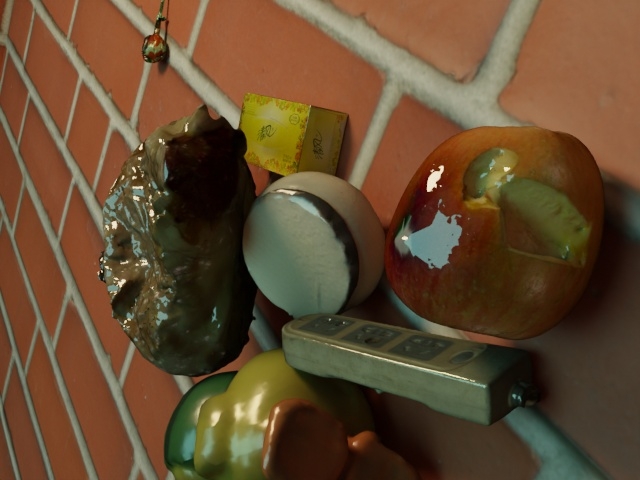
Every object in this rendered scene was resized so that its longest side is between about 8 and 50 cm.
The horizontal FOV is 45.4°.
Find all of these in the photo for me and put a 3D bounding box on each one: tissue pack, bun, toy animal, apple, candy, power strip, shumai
[{"bbox_3d":[-0.046,-0.138,1.015,0.176,0.062,0.095,25,106,52],"label":"tissue pack"},{"bbox_3d":[0.000,0.000,0.881,0.173,0.120,0.173,15,119,30],"label":"bun"},{"bbox_3d":[-0.048,0.224,0.873,0.338,0.216,0.191,-19,43,56],"label":"toy animal"},{"bbox_3d":[0.147,-0.012,0.638,0.199,0.199,0.199,-10,78,54],"label":"apple"},{"bbox_3d":[-0.302,-0.422,1.441,0.055,0.049,0.184,3,80,48],"label":"candy"},{"bbox_3d":[0.071,0.116,0.747,0.286,0.080,0.048,6,107,41],"label":"power strip"},{"bbox_3d":[-0.134,-0.025,0.944,0.283,0.217,0.346,-41,45,50],"label":"shumai"}]
